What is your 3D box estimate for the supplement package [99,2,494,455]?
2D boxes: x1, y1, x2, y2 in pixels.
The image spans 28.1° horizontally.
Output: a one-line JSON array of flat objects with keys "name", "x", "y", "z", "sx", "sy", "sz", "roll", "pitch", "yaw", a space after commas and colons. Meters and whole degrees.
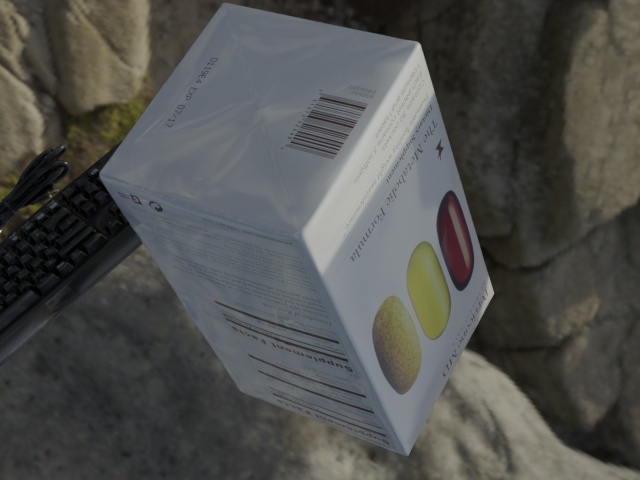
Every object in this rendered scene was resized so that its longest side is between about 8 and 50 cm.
[{"name": "supplement package", "x": 0.000, "y": 0.000, "z": 0.765, "sx": 0.139, "sy": 0.134, "sz": 0.244, "roll": -59, "pitch": 148, "yaw": -24}]

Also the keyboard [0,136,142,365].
[{"name": "keyboard", "x": -0.237, "y": 0.013, "z": 0.974, "sx": 0.317, "sy": 0.201, "sz": 0.033, "roll": -42, "pitch": 126, "yaw": -17}]
